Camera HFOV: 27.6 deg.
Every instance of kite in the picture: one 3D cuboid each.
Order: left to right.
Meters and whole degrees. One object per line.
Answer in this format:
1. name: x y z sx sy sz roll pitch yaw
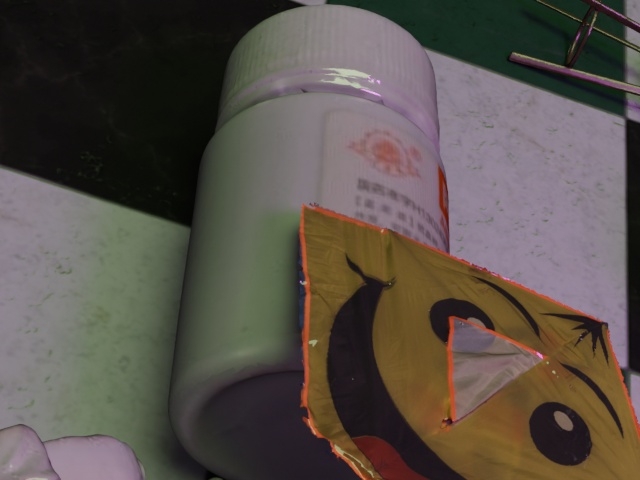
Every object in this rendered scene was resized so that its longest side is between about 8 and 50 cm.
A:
1. kite: 0.122 0.103 0.864 0.377 0.013 0.327 46 35 15

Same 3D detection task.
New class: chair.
1. chair: 0.329 -0.215 1.446 0.222 0.104 0.095 25 30 3

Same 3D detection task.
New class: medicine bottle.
1. medicine bottle: 0.000 0.000 1.047 0.211 0.211 0.371 14 48 -11

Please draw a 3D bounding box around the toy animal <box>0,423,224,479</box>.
1. toy animal: -0.147 0.260 0.771 0.272 0.206 0.265 -10 52 -31
